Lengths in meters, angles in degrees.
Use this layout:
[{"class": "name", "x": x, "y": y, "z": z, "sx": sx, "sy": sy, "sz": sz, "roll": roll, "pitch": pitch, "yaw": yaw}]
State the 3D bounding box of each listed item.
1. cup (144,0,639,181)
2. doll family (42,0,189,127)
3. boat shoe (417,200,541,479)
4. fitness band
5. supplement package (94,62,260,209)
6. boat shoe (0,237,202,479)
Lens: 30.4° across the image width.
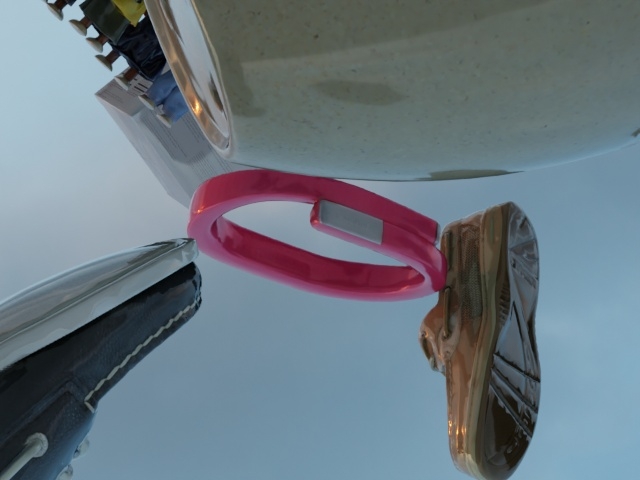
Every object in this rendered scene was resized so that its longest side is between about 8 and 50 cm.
[{"class": "cup", "x": 0.023, "y": -0.166, "z": 0.695, "sx": 0.237, "sy": 0.331, "sz": 0.331, "roll": -23, "pitch": -134, "yaw": -12}, {"class": "doll family", "x": -0.138, "y": -0.185, "z": 0.977, "sx": 0.111, "sy": 0.193, "sz": 0.076, "roll": -47, "pitch": -145, "yaw": -9}, {"class": "boat shoe", "x": 0.172, "y": 0.113, "z": 1.299, "sx": 0.110, "sy": 0.121, "sz": 0.341, "roll": -14, "pitch": -134, "yaw": 31}, {"class": "fitness band", "x": 0.000, "y": 0.000, "z": 1.236, "sx": 0.209, "sy": 0.291, "sz": 0.054, "roll": -16, "pitch": -121, "yaw": 50}, {"class": "supplement package", "x": -0.155, "y": -0.175, "z": 1.608, "sx": 0.203, "sy": 0.194, "sz": 0.149, "roll": -41, "pitch": -146, "yaw": -12}, {"class": "boat shoe", "x": -0.170, "y": 0.095, "z": 0.558, "sx": 0.302, "sy": 0.091, "sz": 0.114, "roll": -31, "pitch": -167, "yaw": -29}]
